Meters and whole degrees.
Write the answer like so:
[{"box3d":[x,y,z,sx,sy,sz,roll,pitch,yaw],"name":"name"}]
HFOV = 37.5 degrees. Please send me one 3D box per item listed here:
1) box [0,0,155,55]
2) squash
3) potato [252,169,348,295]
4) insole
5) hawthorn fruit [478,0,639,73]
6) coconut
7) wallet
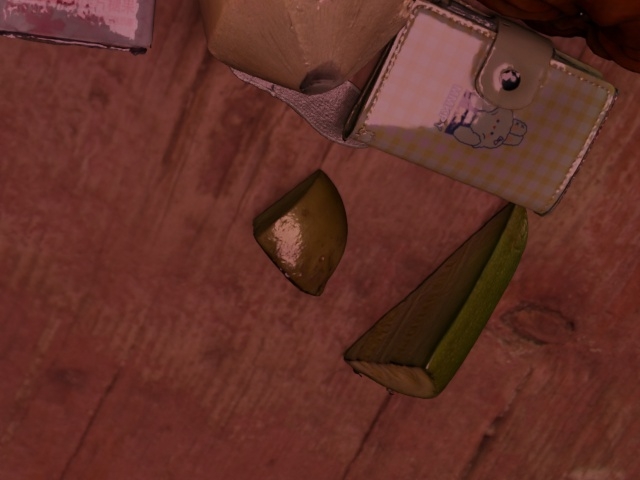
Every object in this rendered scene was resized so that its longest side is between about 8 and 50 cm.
[{"box3d":[-0.254,-0.387,0.995,0.190,0.112,0.370,4,114,-13],"name":"box"},{"box3d":[0.187,0.089,1.364,0.111,0.203,0.289,41,66,-25],"name":"squash"},{"box3d":[0.000,0.000,1.253,0.120,0.081,0.149,-38,117,10],"name":"potato"},{"box3d":[-0.014,-0.190,1.200,0.232,0.003,0.080,29,106,-23],"name":"insole"},{"box3d":[0.341,-0.386,0.985,0.402,0.403,0.403,-5,116,-10],"name":"hawthorn fruit"},{"box3d":[-0.023,-0.277,1.016,0.239,0.239,0.244,-13,81,-5],"name":"coconut"},{"box3d":[0.211,-0.173,1.221,0.309,0.077,0.223,20,112,-19],"name":"wallet"}]
